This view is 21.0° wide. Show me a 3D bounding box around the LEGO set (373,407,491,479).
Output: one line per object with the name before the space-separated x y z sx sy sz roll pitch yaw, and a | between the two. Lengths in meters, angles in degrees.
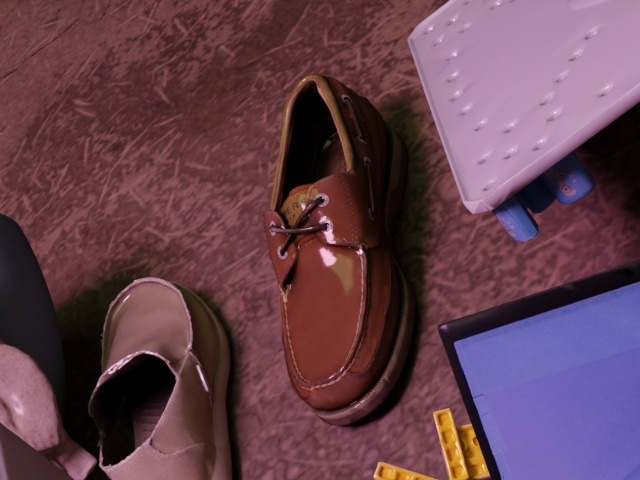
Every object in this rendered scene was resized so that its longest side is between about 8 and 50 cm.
LEGO set | 0.105 0.177 1.084 0.132 0.107 0.287 38 76 19

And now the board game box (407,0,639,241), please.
board game box | 0.249 -0.193 1.240 0.390 0.050 0.390 -37 20 12

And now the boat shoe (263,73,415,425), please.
boat shoe | 0.000 0.000 1.323 0.110 0.104 0.307 -26 40 22

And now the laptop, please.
laptop | 0.206 0.146 0.922 0.234 0.137 0.264 -19 41 14

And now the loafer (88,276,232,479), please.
loafer | -0.128 0.111 1.344 0.102 0.092 0.268 -34 37 12

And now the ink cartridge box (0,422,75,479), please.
ink cartridge box | -0.249 0.341 1.063 0.395 0.285 0.166 -38 37 8

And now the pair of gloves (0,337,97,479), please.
pair of gloves | -0.301 0.156 1.231 0.240 0.204 0.042 -39 -2 -26

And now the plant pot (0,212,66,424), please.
plant pot | -0.318 0.141 1.382 0.290 0.290 0.195 -37 73 9
